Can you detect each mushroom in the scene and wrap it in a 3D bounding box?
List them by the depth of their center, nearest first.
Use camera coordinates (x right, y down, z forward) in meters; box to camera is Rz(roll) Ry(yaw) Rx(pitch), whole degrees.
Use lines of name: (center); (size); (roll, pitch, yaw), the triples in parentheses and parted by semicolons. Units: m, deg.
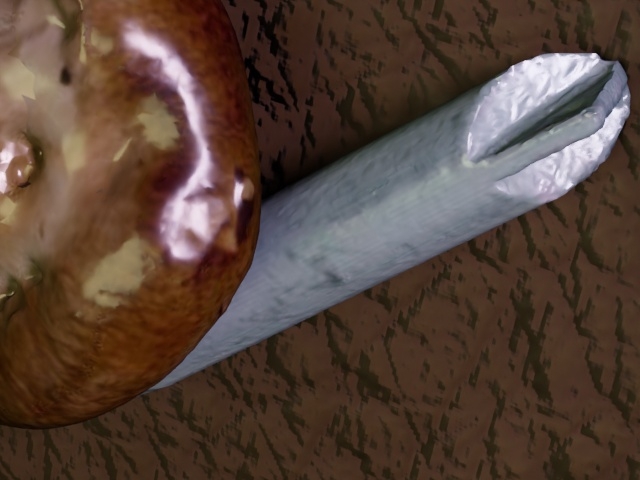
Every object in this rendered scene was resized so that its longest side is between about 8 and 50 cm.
mushroom: (-0.170, -0.052, 0.766); (0.267, 0.254, 0.267); (-38, 45, 52)

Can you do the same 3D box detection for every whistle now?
whistle: (0.000, 0.000, 0.782); (0.312, 0.062, 0.062); (-27, 91, 30)
